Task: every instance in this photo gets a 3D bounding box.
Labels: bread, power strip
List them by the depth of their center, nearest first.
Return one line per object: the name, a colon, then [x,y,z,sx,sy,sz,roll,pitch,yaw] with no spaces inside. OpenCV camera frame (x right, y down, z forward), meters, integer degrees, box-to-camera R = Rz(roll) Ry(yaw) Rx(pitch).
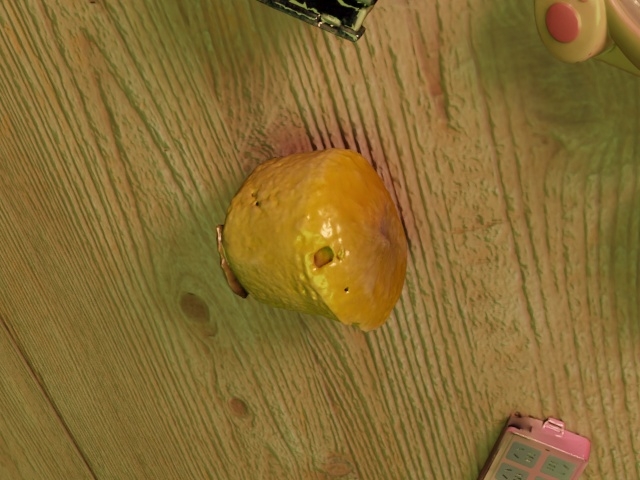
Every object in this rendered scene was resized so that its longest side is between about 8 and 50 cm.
bread: [0.000,-0.001,1.041,0.170,0.197,0.197,-1,126,31]
power strip: [0.266,0.338,1.289,0.109,0.037,0.279,20,131,6]

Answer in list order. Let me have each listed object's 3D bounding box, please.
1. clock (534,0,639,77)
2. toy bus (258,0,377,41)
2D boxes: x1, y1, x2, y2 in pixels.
clock: [0.312,-0.246,0.707,0.284,0.114,0.309,35,137,37]
toy bus: [0.031,-0.327,0.785,0.133,0.165,0.276,25,131,5]
